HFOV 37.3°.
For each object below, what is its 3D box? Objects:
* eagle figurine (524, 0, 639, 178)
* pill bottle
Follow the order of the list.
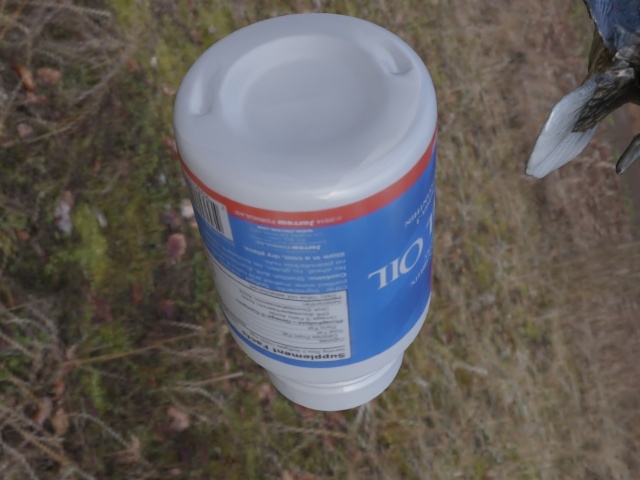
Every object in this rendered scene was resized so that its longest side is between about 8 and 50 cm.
[{"bbox_3d":[0.267,-0.184,0.717,0.225,0.226,0.298,6,63,-29],"label":"eagle figurine"},{"bbox_3d":[0.000,0.000,0.514,0.221,0.124,0.124,83,7,-53],"label":"pill bottle"}]
